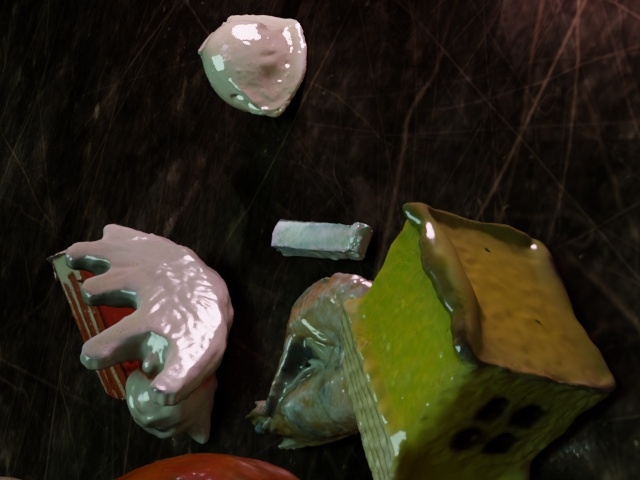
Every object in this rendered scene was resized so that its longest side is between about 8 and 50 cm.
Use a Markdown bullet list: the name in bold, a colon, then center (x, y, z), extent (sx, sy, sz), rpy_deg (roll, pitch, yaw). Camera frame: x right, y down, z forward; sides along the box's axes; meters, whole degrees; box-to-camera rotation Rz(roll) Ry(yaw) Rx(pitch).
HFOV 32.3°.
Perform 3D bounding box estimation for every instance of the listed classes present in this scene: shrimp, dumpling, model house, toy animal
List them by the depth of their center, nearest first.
- **model house**: center (0.101, 0.118, 0.963), extent (0.234, 0.174, 0.193), rpy_deg (-52, 37, 29)
- **shrimp**: center (-0.007, 0.140, 1.219), extent (0.317, 0.077, 0.168), rpy_deg (-32, 65, 50)
- **toy animal**: center (-0.234, 0.128, 1.529), extent (0.307, 0.188, 0.266), rpy_deg (16, 53, 27)
- **dumpling**: center (-0.087, -0.256, 1.554), extent (0.155, 0.181, 0.111), rpy_deg (-44, -8, -5)

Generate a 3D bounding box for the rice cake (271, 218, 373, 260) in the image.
- **rice cake**: center (0.000, 0.000, 1.337), extent (0.211, 0.034, 0.043), rpy_deg (4, 72, 61)

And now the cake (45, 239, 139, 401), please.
- **cake**: center (-0.315, 0.115, 1.810), extent (0.158, 0.159, 0.262), rpy_deg (-10, 102, 58)

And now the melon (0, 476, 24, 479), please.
- **melon**: center (-0.550, 0.533, 1.809), extent (0.271, 0.271, 0.308), rpy_deg (21, 90, 61)

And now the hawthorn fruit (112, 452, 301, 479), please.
- **hawthorn fruit**: center (-0.108, 0.378, 1.029), extent (0.403, 0.402, 0.403), rpy_deg (-34, 49, 49)
